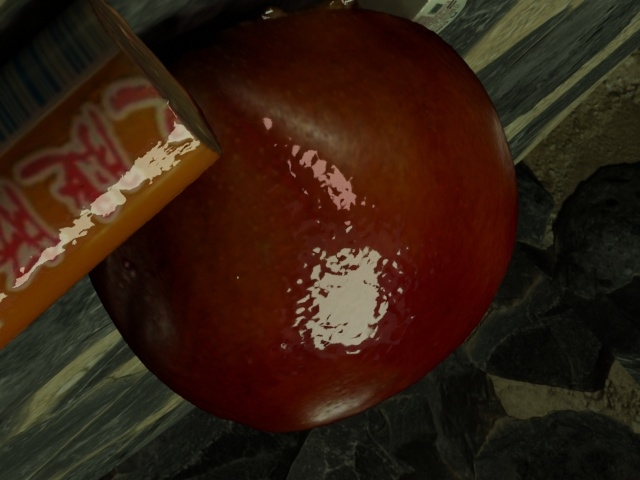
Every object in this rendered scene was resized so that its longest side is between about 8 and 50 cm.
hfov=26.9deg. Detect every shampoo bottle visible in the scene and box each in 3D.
[{"bbox_3d":[0.069,-0.162,0.911,0.077,0.045,0.152,-41,171,22],"label":"shampoo bottle"}]

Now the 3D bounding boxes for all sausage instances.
[{"bbox_3d":[-0.184,0.030,0.576,0.312,0.093,0.093,-41,173,5],"label":"sausage"}]

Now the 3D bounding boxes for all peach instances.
[{"bbox_3d":[0.000,0.000,0.799,0.258,0.201,0.362,-29,168,9],"label":"peach"}]
